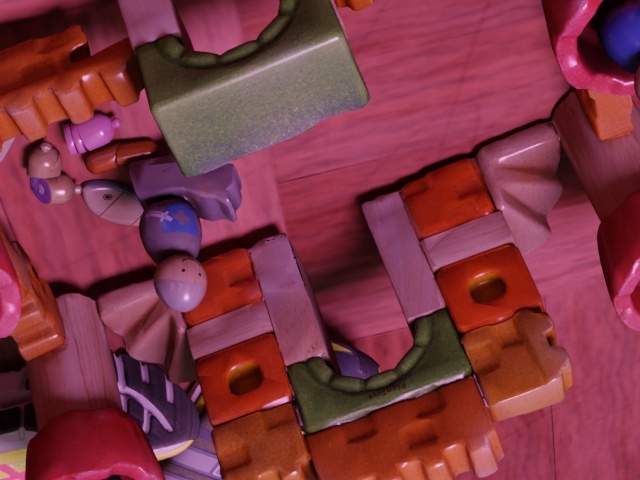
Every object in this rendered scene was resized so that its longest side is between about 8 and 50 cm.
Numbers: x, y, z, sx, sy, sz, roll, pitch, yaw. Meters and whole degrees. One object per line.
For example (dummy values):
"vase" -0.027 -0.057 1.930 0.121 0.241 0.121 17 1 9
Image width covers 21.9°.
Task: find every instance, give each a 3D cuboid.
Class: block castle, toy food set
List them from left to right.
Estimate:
"toy food set" -0.131 -0.042 0.996 0.122 0.019 0.078 21 126 -31
"block castle" 0.000 0.000 0.916 0.453 0.213 0.303 -22 139 2

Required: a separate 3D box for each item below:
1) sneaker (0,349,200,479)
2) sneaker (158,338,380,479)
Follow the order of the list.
"sneaker" -0.186 0.132 1.123 0.208 0.081 0.094 -1 139 -3
"sneaker" -0.070 0.177 1.159 0.300 0.121 0.111 -39 132 23
